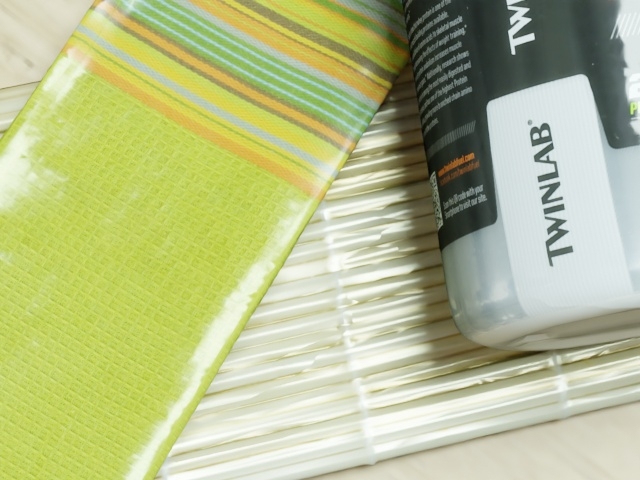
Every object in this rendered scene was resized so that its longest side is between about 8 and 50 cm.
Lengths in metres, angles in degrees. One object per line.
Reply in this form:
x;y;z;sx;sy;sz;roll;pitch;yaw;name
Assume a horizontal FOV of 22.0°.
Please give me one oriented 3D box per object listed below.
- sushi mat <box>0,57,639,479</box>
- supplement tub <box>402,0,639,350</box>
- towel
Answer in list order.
0.000;0.000;0.543;0.317;0.019;0.151;-12;80;-5;sushi mat
0.083;-0.068;0.489;0.117;0.117;0.190;-8;81;-4;supplement tub
-0.058;-0.011;0.514;0.102;0.021;0.237;27;72;11;towel
